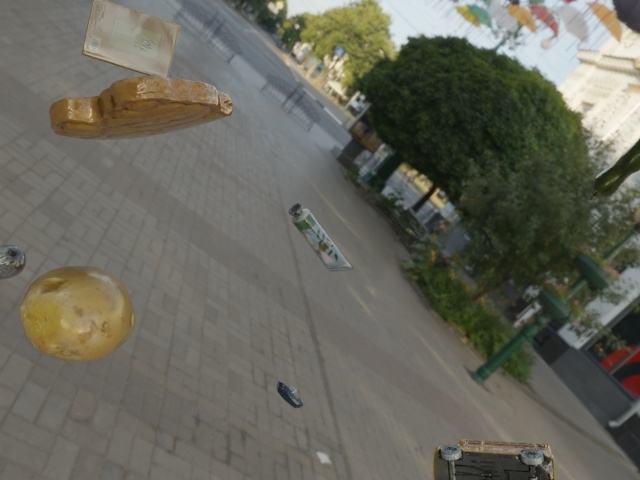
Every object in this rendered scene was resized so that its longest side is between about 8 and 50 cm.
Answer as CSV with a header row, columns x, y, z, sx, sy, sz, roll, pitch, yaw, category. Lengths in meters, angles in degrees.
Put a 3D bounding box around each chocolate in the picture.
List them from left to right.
x,y,z,sx,sy,sz,roll,pitch,yaw,category
-0.664,0.058,1.126,0.072,0.166,0.072,-20,90,-82,chocolate

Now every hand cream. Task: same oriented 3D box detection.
x,y,z,sx,sy,sz,roll,pitch,yaw,category
0.000,0.000,1.536,0.256,0.088,0.055,52,44,-34,hand cream

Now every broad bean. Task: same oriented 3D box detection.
x,y,z,sx,sy,sz,roll,pitch,yaw,category
0.508,-0.152,0.894,0.052,0.256,0.053,-16,57,-25,broad bean

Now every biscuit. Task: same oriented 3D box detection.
x,y,z,sx,sy,sz,roll,pitch,yaw,category
-0.335,-0.236,1.068,0.351,0.311,0.057,-52,131,-84,biscuit

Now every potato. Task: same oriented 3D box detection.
x,y,z,sx,sy,sz,roll,pitch,yaw,category
-0.372,0.114,0.902,0.234,0.146,0.151,-48,136,-85,potato

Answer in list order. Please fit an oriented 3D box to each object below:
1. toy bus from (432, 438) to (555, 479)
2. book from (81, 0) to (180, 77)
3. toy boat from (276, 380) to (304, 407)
x,y,z,sx,sy,sz,roll,pitch,yaw,category
0.243,0.320,0.799,0.074,0.162,0.070,-19,105,-71,toy bus
-0.384,-0.408,1.151,0.172,0.118,0.012,14,7,-17,book
-0.072,0.368,1.360,0.083,0.038,0.038,41,11,8,toy boat
